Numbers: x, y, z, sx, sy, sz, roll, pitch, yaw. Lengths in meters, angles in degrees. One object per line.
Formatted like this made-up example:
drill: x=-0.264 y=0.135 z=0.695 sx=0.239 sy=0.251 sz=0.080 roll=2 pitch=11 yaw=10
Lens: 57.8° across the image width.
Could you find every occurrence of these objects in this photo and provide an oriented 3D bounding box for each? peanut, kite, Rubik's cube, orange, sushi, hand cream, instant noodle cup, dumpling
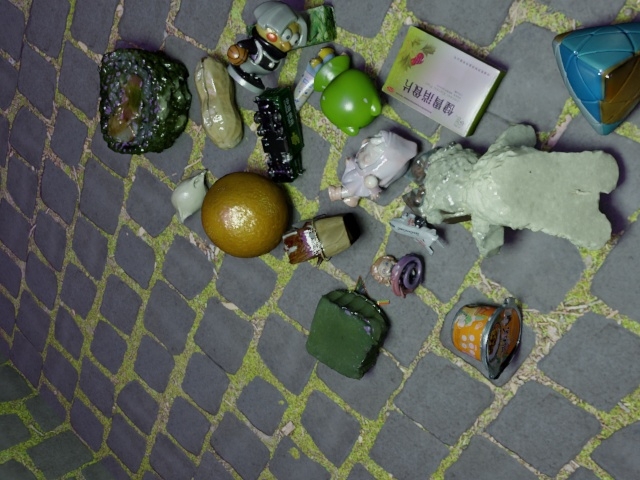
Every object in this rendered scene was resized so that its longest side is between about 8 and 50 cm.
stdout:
peanut: x=-0.322 y=-0.427 z=1.805 sx=0.130 sy=0.130 sz=0.290 roll=-9 pitch=96 yaw=35
kite: x=0.139 y=0.199 z=1.737 sx=0.159 sy=0.010 sz=0.190 roll=-27 pitch=88 yaw=35
Rubik's cube: x=0.601 y=-0.393 z=1.200 sx=0.254 sy=0.254 sz=0.255 roll=9 pitch=108 yaw=31
orange: x=-0.226 y=-0.077 z=1.749 sx=0.274 sy=0.274 sz=0.274 roll=9 pitch=108 yaw=31
sushi: x=-0.585 y=-0.459 z=1.937 sx=0.294 sy=0.178 sz=0.352 roll=17 pitch=108 yaw=26
hand cream: x=-0.053 y=-0.428 z=1.677 sx=0.065 sy=0.043 sz=0.171 roll=39 pitch=119 yaw=2
instant noodle cup: x=0.415 y=0.235 z=1.481 sx=0.125 sy=0.177 sz=0.208 roll=14 pitch=79 yaw=46
dumpling: x=-0.449 y=-0.161 z=1.981 sx=0.111 sy=0.181 sz=0.155 roll=54 pitch=167 yaw=-32

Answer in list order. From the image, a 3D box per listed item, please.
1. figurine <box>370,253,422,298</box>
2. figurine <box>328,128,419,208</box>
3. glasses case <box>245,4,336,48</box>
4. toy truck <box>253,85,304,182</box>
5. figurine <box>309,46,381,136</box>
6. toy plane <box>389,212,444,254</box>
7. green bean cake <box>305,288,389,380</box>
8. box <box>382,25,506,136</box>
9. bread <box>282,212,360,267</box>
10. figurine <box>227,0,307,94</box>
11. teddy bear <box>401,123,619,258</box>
figurine: x=0.215 y=0.094 z=1.613 sx=0.157 sy=0.114 sz=0.126 roll=-4 pitch=67 yaw=62
figurine: x=0.138 y=-0.188 z=1.561 sx=0.133 sy=0.200 sz=0.276 roll=30 pitch=129 yaw=-24
glasses case: x=-0.086 y=-0.588 z=1.644 sx=0.272 sy=0.062 sz=0.095 roll=1 pitch=105 yaw=34
toy truck: x=-0.118 y=-0.301 z=1.679 sx=0.088 sy=0.121 sz=0.259 roll=4 pitch=126 yaw=24
figurine: x=0.060 y=-0.405 z=1.556 sx=0.162 sy=0.143 sz=0.263 roll=-38 pitch=68 yaw=18
toy plane: x=0.253 y=-0.030 z=1.554 sx=0.171 sy=0.065 sz=0.162 roll=35 pitch=166 yaw=46
green bean cake: x=0.082 y=0.275 z=1.720 sx=0.222 sy=0.125 sz=0.227 roll=29 pitch=122 yaw=25
box: x=0.301 y=-0.396 z=1.440 sx=0.260 sy=0.062 sz=0.175 roll=35 pitch=119 yaw=20
bread: x=0.000 y=0.000 z=1.645 sx=0.211 sy=0.224 sz=0.143 roll=-20 pitch=93 yaw=14
figurine: x=-0.147 y=-0.525 z=1.547 sx=0.236 sy=0.176 sz=0.133 roll=-48 pitch=66 yaw=21
teddy bear: x=0.433 y=-0.116 z=1.397 sx=0.375 sy=0.362 sz=0.328 roll=10 pitch=88 yaw=-12
